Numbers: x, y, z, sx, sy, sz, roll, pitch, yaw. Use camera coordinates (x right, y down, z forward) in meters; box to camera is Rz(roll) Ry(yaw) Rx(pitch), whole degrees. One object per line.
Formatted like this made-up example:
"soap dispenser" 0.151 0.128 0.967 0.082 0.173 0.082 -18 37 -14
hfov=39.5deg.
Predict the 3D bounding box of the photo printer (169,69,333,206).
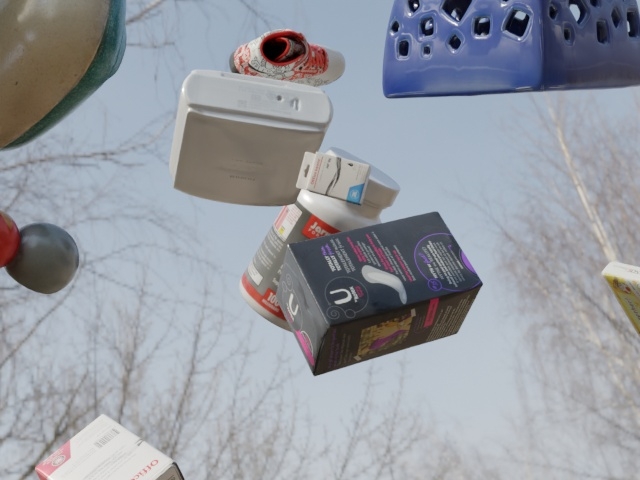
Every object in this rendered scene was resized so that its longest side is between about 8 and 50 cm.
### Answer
"photo printer" -0.136 -0.164 1.590 0.256 0.107 0.307 7 -28 -12

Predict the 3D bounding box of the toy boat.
"toy boat" -0.277 -0.112 0.835 0.268 0.318 0.148 -16 -29 39

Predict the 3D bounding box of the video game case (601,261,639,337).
"video game case" 0.429 0.125 0.956 0.026 0.206 0.227 -45 -64 -14

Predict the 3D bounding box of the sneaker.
"sneaker" -0.037 -0.368 1.815 0.270 0.090 0.145 -4 -3 -30

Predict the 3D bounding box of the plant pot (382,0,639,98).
"plant pot" 0.225 -0.277 1.038 0.236 0.212 0.236 -10 12 -42

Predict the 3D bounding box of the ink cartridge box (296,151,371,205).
"ink cartridge box" 0.014 -0.076 1.060 0.083 0.048 0.028 15 0 9

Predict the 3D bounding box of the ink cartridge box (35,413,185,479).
"ink cartridge box" -0.360 0.416 1.542 0.159 0.218 0.092 -38 -51 -32

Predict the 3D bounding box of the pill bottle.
"pill bottle" 0.000 0.000 1.870 0.210 0.210 0.362 20 -71 -35

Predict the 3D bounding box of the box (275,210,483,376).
"box" 0.088 0.080 1.403 0.271 0.165 0.143 -12 -36 -23
